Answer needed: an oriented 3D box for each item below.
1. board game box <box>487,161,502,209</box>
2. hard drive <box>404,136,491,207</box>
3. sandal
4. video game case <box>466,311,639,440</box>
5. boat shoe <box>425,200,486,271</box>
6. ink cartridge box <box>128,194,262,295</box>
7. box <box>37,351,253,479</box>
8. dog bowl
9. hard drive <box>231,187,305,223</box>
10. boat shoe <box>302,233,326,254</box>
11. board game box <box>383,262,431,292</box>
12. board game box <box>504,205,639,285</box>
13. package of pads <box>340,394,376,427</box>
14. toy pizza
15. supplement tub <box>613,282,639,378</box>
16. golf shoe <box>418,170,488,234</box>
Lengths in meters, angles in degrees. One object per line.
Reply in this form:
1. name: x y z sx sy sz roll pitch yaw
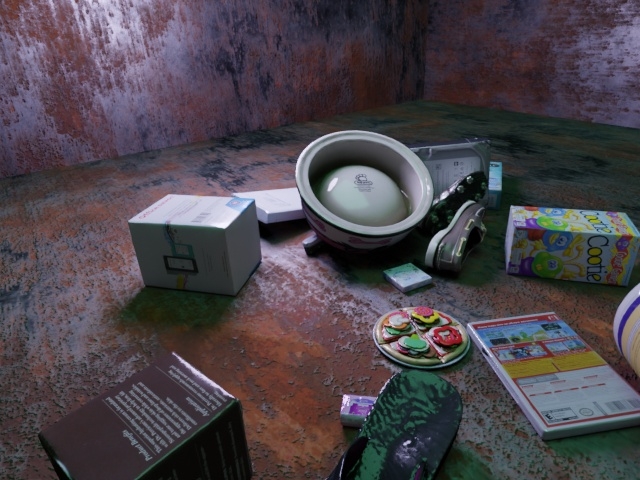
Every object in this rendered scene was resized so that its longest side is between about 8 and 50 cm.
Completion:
1. board game box: 0.558 -0.226 1.684 0.254 0.079 0.336 7 29 19
2. hard drive: 0.388 -0.210 1.469 0.339 0.236 0.064 -3 25 7
3. sandal: 0.072 0.325 0.572 0.168 0.107 0.445 12 37 24
4. video game case: 0.434 0.238 0.829 0.204 0.025 0.285 -6 27 -6
5. boat shoe: 0.408 -0.013 1.239 0.097 0.116 0.324 21 39 31
6. ink cartridge box: -0.325 0.003 1.178 0.270 0.197 0.198 5 28 14
7. box: -0.230 0.300 0.610 0.168 0.167 0.203 20 35 37
8. dog bowl: 0.122 -0.138 1.314 0.408 0.150 0.407 4 55 -5
9. hard drive: -0.098 -0.132 1.528 0.353 0.047 0.233 -11 27 -38
10. boat shoe: 0.000 0.000 1.330 0.049 0.040 0.142 11 28 44
11. board game box: 0.225 0.096 1.138 0.090 0.020 0.090 -14 28 -23
12. board game box: 0.635 0.009 1.134 0.275 0.144 0.142 5 28 17
13. package of pads: 0.077 0.293 0.746 0.083 0.032 0.050 2 27 10
14. toy pizza: 0.213 0.194 0.930 0.201 0.032 0.201 -2 27 1
15. supplement tub: 0.626 0.205 0.637 0.241 0.241 0.331 1 27 7
16. golf shoe: 0.415 -0.135 1.405 0.273 0.105 0.120 -39 24 -10
